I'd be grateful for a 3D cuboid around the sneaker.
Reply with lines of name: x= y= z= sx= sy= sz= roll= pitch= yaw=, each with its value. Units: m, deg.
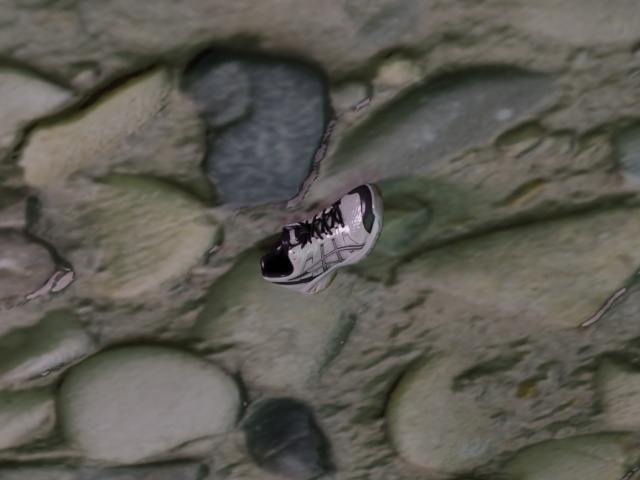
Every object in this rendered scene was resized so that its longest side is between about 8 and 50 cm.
sneaker: x=0.000 y=0.000 z=1.007 sx=0.037 sy=0.032 sz=0.083 roll=12 pitch=138 yaw=-32
